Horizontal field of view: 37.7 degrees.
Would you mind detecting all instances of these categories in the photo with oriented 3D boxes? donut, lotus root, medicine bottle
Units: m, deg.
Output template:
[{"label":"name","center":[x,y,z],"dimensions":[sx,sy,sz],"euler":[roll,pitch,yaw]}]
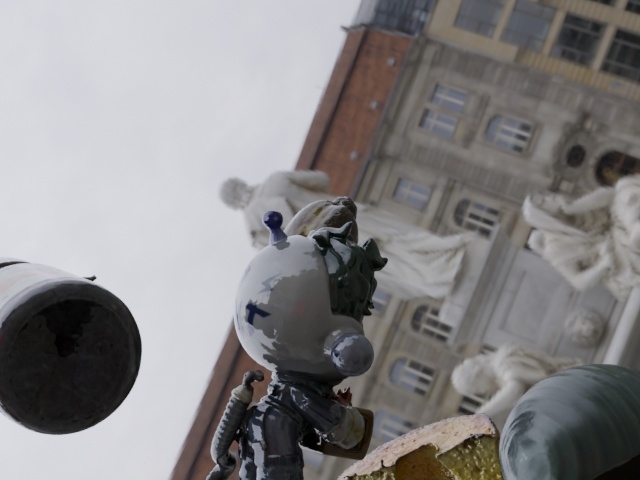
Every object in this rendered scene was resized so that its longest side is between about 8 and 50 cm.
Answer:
[{"label":"donut","center":[0.169,0.327,1.393],"dimensions":[0.259,0.101,0.152],"euler":[-26,2,24]},{"label":"lotus root","center":[0.000,0.000,1.572],"dimensions":[0.209,0.120,0.120],"euler":[-50,-24,-38]},{"label":"medicine bottle","center":[-0.323,0.107,1.050],"dimensions":[0.165,0.273,0.165],"euler":[-5,-82,-34]}]

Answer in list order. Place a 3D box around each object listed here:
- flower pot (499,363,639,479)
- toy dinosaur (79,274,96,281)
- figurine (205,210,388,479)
[{"label":"flower pot","center":[0.301,0.226,1.008],"dimensions":[0.243,0.157,0.189],"euler":[8,-74,-34]},{"label":"toy dinosaur","center":[-0.478,0.150,1.638],"dimensions":[0.187,0.087,0.179],"euler":[-58,14,25]},{"label":"figurine","center":[-0.018,0.159,1.140],"dimensions":[0.186,0.261,0.381],"euler":[10,-98,-38]}]
